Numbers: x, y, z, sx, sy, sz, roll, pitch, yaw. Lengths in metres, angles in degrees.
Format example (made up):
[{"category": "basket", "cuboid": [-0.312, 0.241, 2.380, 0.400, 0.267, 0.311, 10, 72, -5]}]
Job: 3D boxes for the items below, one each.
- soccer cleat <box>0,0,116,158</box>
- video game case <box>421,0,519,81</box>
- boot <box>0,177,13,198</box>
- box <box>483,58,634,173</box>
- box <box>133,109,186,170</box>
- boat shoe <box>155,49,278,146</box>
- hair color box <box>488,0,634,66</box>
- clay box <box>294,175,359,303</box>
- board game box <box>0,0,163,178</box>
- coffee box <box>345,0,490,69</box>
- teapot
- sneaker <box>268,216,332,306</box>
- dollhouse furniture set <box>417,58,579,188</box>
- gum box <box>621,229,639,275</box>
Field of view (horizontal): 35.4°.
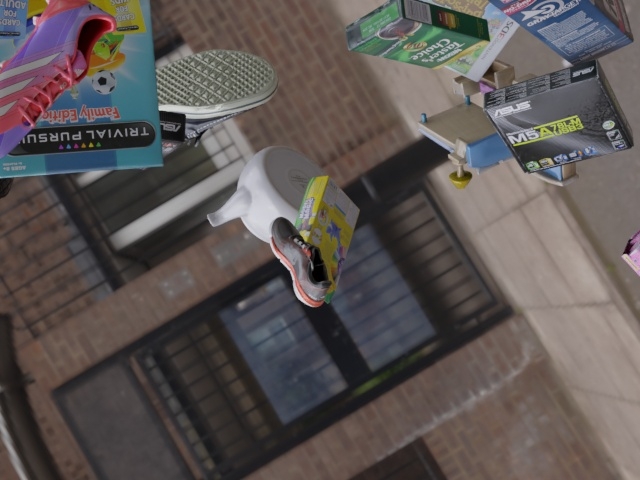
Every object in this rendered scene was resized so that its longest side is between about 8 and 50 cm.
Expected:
[{"category": "soccer cleat", "cuboid": [-0.352, -0.207, 1.279, 0.095, 0.248, 0.083, 19, 159, 13]}, {"category": "video game case", "cuboid": [0.244, -0.399, 1.796, 0.213, 0.193, 0.023, 21, -140, -16]}, {"category": "boot", "cuboid": [-0.718, -0.109, 2.072, 0.219, 0.106, 0.082, -72, -21, -55]}, {"category": "box", "cuboid": [0.385, -0.194, 1.619, 0.184, 0.191, 0.045, 45, -139, -45]}, {"category": "box", "cuboid": [-0.406, -0.202, 1.959, 0.270, 0.216, 0.060, -18, 69, 62]}, {"category": "boat shoe", "cuboid": [-0.317, -0.323, 2.392, 0.156, 0.501, 0.186, 48, -143, -52]}, {"category": "hair color box", "cuboid": [0.335, -0.395, 1.472, 0.347, 0.105, 0.173, 14, -121, -53]}, {"category": "clay box", "cuboid": [0.000, 0.000, 1.963, 0.127, 0.053, 0.222, 45, -127, -42]}, {"category": "board game box", "cuboid": [-0.387, -0.274, 1.567, 0.079, 0.254, 0.335, -156, 62, -76]}, {"category": "coffee box", "cuboid": [0.140, -0.291, 1.420, 0.184, 0.113, 0.040, 3, -107, -42]}, {"category": "teapot", "cuboid": [-0.095, -0.080, 2.304, 0.256, 0.187, 0.252, 36, -144, -13]}, {"category": "sneaker", "cuboid": [-0.022, 0.020, 1.501, 0.061, 0.065, 0.157, -5, -123, -42]}, {"category": "dollhouse furniture set", "cuboid": [0.324, -0.194, 2.024, 0.286, 0.304, 0.198, 39, 147, 51]}, {"category": "gum box", "cuboid": [0.591, 0.033, 1.750, 0.107, 0.062, 0.188, 47, -158, 7]}]
